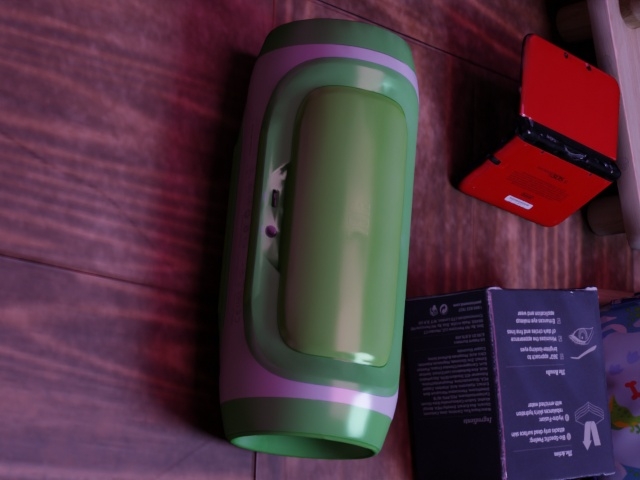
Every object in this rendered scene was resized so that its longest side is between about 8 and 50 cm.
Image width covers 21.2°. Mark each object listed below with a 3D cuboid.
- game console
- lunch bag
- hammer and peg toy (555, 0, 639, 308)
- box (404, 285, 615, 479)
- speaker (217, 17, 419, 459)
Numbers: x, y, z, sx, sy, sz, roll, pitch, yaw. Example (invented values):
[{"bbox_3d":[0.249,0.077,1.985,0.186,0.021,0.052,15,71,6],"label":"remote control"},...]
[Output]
[{"bbox_3d":[0.188,-0.091,1.466,0.144,0.124,0.085,20,40,-44],"label":"game console"},{"bbox_3d":[0.319,0.140,1.467,0.090,0.176,0.219,61,28,-45],"label":"lunch bag"},{"bbox_3d":[0.350,-0.074,1.603,0.266,0.127,0.361,-8,89,-48],"label":"hammer and peg toy"},{"bbox_3d":[0.153,0.119,1.378,0.156,0.093,0.158,2,80,-48],"label":"box"},{"bbox_3d":[0.000,0.000,1.208,0.131,0.131,0.297,21,68,-44],"label":"speaker"}]
